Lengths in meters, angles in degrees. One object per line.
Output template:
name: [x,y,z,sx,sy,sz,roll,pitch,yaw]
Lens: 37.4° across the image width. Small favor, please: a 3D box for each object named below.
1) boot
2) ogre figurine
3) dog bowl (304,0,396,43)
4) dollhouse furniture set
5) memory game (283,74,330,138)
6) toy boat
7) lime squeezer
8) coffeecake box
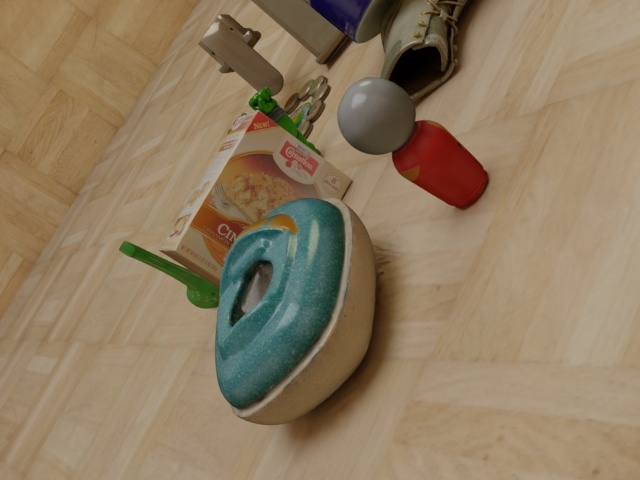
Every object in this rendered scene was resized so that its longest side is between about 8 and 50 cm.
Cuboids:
boot: [0.139,-0.261,1.065,0.213,0.077,0.165,-47,21,36]
ogre figurine: [-0.073,-0.086,1.204,0.097,0.118,0.197,-41,23,43]
dog bowl: [0.091,-0.373,1.154,0.265,0.104,0.265,-48,-4,-4]
dollhouse furniture set: [-0.001,-0.386,1.588,0.303,0.174,0.355,-49,-2,17]
memory game: [-0.048,-0.172,1.423,0.186,0.012,0.186,-45,24,26]
toy boat: [0.000,0.000,0.875,0.318,0.148,0.267,-48,22,21]
lime squeezer: [-0.162,0.051,1.233,0.310,0.109,0.059,18,-90,-81]
coffeecake box: [-0.073,-0.031,1.085,0.185,0.142,0.068,-61,22,-14]
